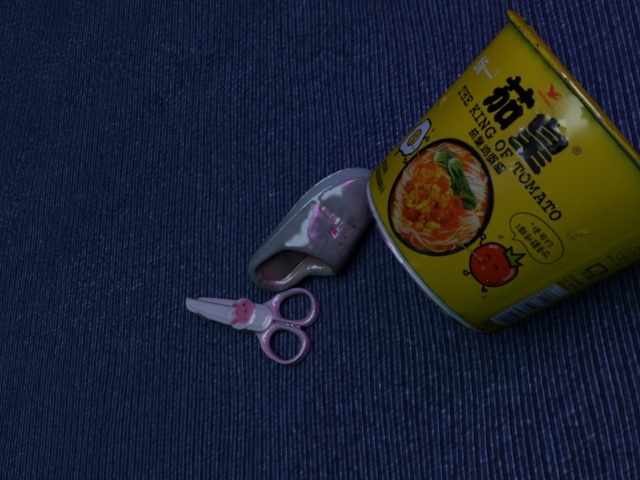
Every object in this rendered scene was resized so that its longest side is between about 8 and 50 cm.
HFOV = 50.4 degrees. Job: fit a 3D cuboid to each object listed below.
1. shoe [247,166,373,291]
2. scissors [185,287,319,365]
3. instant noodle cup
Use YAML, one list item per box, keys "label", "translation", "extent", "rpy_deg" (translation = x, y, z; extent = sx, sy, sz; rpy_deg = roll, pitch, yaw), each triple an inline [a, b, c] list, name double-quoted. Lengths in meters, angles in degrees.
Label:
- label: "shoe"
  translation: [0.000, 0.000, 1.004]
  extent: [0.251, 0.103, 0.100]
  rpy_deg: [-41, 45, 13]
- label: "scissors"
  translation: [-0.115, 0.118, 1.077]
  extent: [0.242, 0.030, 0.118]
  rpy_deg: [9, 76, 31]
- label: "instant noodle cup"
  translation: [0.226, -0.059, 0.790]
  extent: [0.254, 0.325, 0.325]
  rpy_deg: [-41, 57, 24]
